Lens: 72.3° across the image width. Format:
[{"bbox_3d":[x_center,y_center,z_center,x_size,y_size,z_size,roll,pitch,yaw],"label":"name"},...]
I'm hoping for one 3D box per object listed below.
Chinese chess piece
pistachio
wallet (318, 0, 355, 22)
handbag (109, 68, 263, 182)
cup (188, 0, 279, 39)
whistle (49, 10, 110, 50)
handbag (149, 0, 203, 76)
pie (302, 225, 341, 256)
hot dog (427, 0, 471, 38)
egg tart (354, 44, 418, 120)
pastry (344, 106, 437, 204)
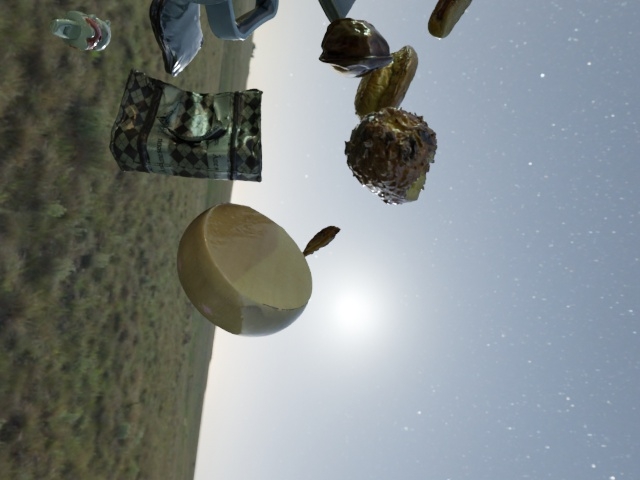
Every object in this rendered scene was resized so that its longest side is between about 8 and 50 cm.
[{"bbox_3d":[-0.129,0.050,0.771,0.097,0.251,0.251,-43,-148,25],"label":"Chinese chess piece"},{"bbox_3d":[0.084,-0.441,1.014,0.210,0.165,0.130,40,-27,41],"label":"pistachio"},{"bbox_3d":[-0.003,-0.870,1.362,0.083,0.360,0.252,-14,-139,33],"label":"wallet"},{"bbox_3d":[-0.371,-0.344,1.315,0.180,0.416,0.316,109,-15,-62],"label":"handbag"},{"bbox_3d":[-0.151,-0.595,0.825,0.257,0.331,0.311,-16,-147,34],"label":"cup"},{"bbox_3d":[-0.686,-0.605,1.272,0.253,0.106,0.101,-69,166,-71],"label":"whistle"},{"bbox_3d":[-0.427,-0.646,1.335,0.191,0.075,0.332,-61,-179,-16],"label":"handbag"},{"bbox_3d":[-0.001,0.000,1.458,0.191,0.033,0.088,-36,-149,23],"label":"pie"},{"bbox_3d":[0.434,-0.777,1.414,0.242,0.073,0.084,-52,-122,20],"label":"hot dog"},{"bbox_3d":[0.258,-0.648,1.913,0.443,0.178,0.443,-158,-90,-81],"label":"egg tart"},{"bbox_3d":[0.249,-0.321,1.601,0.292,0.337,0.405,-53,164,-8],"label":"pastry"}]
